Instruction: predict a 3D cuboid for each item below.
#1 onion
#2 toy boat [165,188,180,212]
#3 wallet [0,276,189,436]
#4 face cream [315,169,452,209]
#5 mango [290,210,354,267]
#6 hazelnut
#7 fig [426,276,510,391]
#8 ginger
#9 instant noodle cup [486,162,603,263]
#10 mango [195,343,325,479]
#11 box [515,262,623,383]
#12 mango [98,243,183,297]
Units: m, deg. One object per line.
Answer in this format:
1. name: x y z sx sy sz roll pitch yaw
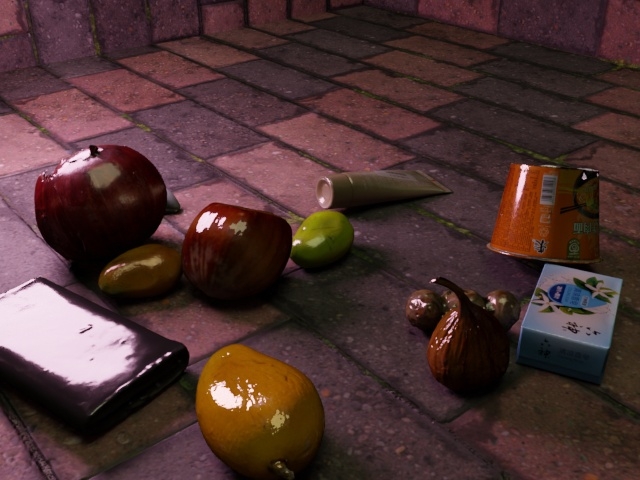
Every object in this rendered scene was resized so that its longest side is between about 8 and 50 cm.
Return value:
1. onion: -0.456 -0.073 1.502 0.276 0.276 0.276 0 30 0
2. toy boat: -0.460 -0.116 1.742 0.260 0.085 0.078 18 34 10
3. wallet: -0.443 0.182 1.226 0.405 0.062 0.228 18 35 31
4. face cream: 0.153 -0.134 1.766 0.341 0.084 0.137 -8 32 -30
5. mango: 0.006 0.002 1.519 0.117 0.089 0.163 18 46 15
6. hazelnut: -0.166 0.024 1.410 0.212 0.181 0.181 12 3 19
7. fig: 0.237 0.136 1.162 0.133 0.201 0.146 -3 22 15
8. ginger: 0.255 0.127 1.283 0.204 0.080 0.104 1 -3 2
9. instant noodle cup: 0.462 -0.061 1.450 0.230 0.183 0.230 4 8 0
10. mango: -0.094 0.244 1.055 0.176 0.119 0.317 -22 30 -19
11. box: 0.443 0.139 1.265 0.142 0.083 0.232 13 31 22
12. mango: -0.353 0.062 1.411 0.164 0.089 0.115 -11 41 -11
